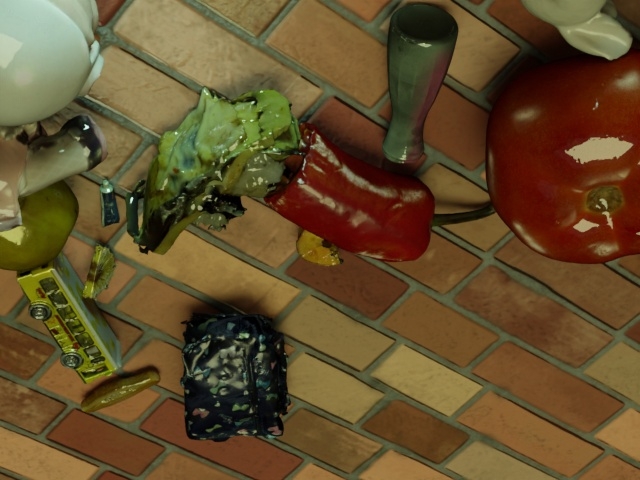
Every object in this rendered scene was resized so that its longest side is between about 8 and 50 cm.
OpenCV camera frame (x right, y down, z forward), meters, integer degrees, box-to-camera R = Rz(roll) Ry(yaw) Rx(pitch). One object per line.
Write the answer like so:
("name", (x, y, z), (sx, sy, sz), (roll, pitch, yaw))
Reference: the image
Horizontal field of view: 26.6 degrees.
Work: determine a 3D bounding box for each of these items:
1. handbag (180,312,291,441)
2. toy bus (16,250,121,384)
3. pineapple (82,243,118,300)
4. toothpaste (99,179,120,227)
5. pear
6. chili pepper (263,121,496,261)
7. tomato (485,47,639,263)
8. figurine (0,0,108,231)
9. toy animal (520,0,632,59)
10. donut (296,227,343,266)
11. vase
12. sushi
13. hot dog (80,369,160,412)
("handbag", (-0.128, 0.208, 2.041), (0.162, 0.113, 0.260), (-1, 133, 3))
("toy bus", (-0.366, 0.103, 1.949), (0.074, 0.081, 0.226), (-21, 127, 5))
("pineapple", (-0.311, 0.044, 1.922), (0.045, 0.019, 0.083), (-3, 113, -60))
("toothpaste", (-0.292, -0.050, 1.860), (0.027, 0.019, 0.083), (-16, 137, -16))
("pear", (-0.403, -0.034, 1.777), (0.162, 0.149, 0.149), (19, 126, -28))
("chili pepper", (0.087, -0.033, 1.846), (0.338, 0.131, 0.134), (24, 134, -27))
("tomato", (0.349, -0.119, 1.735), (0.298, 0.226, 0.298), (5, 137, 5))
("figurine", (-0.372, -0.199, 1.593), (0.253, 0.211, 0.361), (4, 131, -10))
("toy animal", (0.342, -0.329, 1.622), (0.178, 0.127, 0.193), (27, 120, -29))
("donut", (0.000, 0.000, 1.925), (0.083, 0.038, 0.067), (14, 125, -24))
("vase", (0.119, -0.195, 1.745), (0.086, 0.086, 0.214), (0, 135, -7))
("sushi", (-0.143, -0.099, 1.776), (0.131, 0.139, 0.291), (23, 133, -36))
("hot dog", (-0.312, 0.231, 2.094), (0.137, 0.028, 0.044), (-24, 155, 17))
